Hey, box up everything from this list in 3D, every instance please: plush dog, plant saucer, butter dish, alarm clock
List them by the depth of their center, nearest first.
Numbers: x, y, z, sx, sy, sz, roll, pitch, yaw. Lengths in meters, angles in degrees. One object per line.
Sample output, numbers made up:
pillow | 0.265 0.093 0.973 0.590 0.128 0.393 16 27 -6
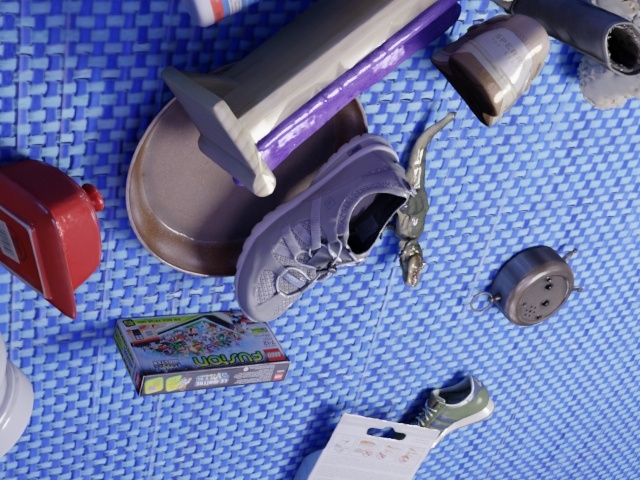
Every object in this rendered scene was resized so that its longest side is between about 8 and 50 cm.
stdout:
butter dish | -0.290 -0.023 1.135 0.118 0.160 0.160 -36 142 -34
plant saucer | -0.090 -0.092 1.250 0.311 0.050 0.310 -17 134 -19
plush dog | 0.469 -0.297 1.341 0.225 0.211 0.262 -46 144 -28
alarm clock | 0.321 0.081 1.641 0.192 0.064 0.129 -13 132 -18

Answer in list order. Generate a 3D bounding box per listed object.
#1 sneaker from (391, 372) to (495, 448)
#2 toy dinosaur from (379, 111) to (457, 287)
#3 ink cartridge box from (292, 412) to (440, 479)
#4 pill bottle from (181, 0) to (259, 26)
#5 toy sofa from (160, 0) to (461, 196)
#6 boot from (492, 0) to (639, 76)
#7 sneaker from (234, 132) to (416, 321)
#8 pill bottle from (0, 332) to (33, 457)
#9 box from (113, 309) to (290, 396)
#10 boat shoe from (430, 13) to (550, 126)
sneaker | 0.193 0.287 1.740 0.192 0.064 0.086 -28 120 -1
toy dinosaur | 0.107 -0.050 1.401 0.118 0.064 0.268 -15 131 -29
ink cartridge box | 0.067 0.364 1.702 0.181 0.056 0.224 14 117 -21
pill bottle | -0.049 -0.314 1.033 0.221 0.124 0.124 -28 136 -8
toy sofa | 0.031 -0.197 1.106 0.362 0.150 0.177 -39 126 -10
boot | 0.259 -0.270 1.196 0.190 0.208 0.076 16 115 -40
sneaker | 0.000 0.000 1.264 0.105 0.115 0.281 26 110 -42
pill bottle | -0.458 0.114 1.099 0.188 0.188 0.334 -35 136 -1
box | -0.155 0.144 1.363 0.207 0.114 0.036 -2 127 -30
boat shoe | 0.198 -0.201 1.184 0.098 0.302 0.109 -40 92 5
